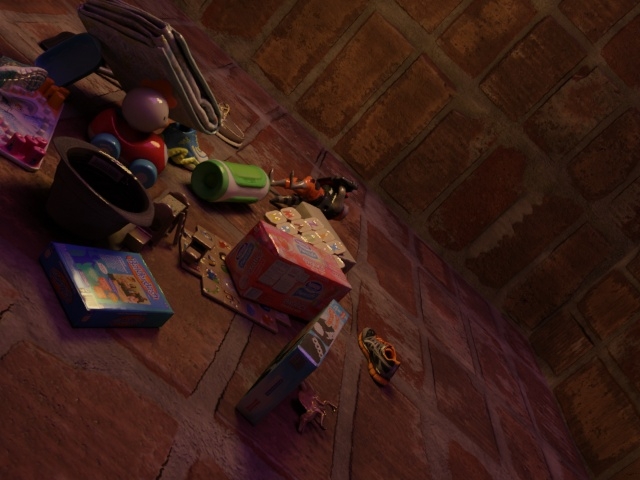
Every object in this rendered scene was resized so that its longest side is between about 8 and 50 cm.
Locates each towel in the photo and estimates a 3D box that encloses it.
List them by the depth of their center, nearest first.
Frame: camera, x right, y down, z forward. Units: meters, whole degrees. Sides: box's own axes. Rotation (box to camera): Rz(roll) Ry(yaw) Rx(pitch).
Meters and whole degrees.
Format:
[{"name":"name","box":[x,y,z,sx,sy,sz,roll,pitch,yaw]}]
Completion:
[{"name":"towel","box":[-0.439,-0.454,1.672,0.320,0.090,0.374,29,-21,23]}]

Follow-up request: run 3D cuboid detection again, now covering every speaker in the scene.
[{"name":"speaker","box":[-0.263,-0.174,1.922,0.131,0.131,0.296,49,18,13]}]

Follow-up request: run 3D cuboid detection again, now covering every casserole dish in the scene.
[{"name":"casserole dish","box":[-0.638,-0.451,1.627,0.114,0.188,0.037,60,-1,15]}]

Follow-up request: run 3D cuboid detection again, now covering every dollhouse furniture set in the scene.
[{"name":"dollhouse furniture set","box":[-0.321,-0.014,1.432,0.161,0.101,0.182,36,18,-6]}]

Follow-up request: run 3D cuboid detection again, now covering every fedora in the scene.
[{"name":"fedora","box":[-0.457,-0.085,1.269,0.244,0.124,0.275,46,9,-6]}]

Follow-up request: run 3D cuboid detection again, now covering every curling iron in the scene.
[{"name":"curling iron","box":[-0.594,-0.485,2.001,0.274,0.068,0.035,22,30,-42]}]

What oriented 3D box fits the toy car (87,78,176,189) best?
[{"name":"toy car","box":[-0.437,-0.293,1.601,0.210,0.238,0.219,36,20,-27]}]

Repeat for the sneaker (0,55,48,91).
[{"name":"sneaker","box":[-0.666,-0.372,1.390,0.076,0.065,0.166,43,15,5]}]

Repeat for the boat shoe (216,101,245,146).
[{"name":"boat shoe","box":[-0.398,-0.483,2.365,0.324,0.097,0.117,42,17,-10]}]

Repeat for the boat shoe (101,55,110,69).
[{"name":"boat shoe","box":[-0.684,-0.610,2.047,0.070,0.078,0.219,35,12,-32]}]

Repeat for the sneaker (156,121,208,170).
[{"name":"sneaker","box":[-0.387,-0.283,1.884,0.091,0.126,0.240,51,19,19]}]

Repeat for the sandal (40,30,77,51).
[{"name":"sandal","box":[-0.753,-0.568,1.860,0.067,0.040,0.179,39,32,-2]}]

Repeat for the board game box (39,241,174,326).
[{"name":"board game box","box":[-0.388,0.085,1.173,0.160,0.047,0.210,53,19,25]}]

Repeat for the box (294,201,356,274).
[{"name":"box","box":[0.000,0.000,2.181,0.113,0.094,0.275,23,27,-50]}]

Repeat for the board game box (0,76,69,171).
[{"name":"board game box","box":[-0.740,-0.352,1.359,0.390,0.050,0.390,35,19,-30]}]

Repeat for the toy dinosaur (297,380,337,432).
[{"name":"toy dinosaur","box":[-0.014,0.356,1.403,0.092,0.053,0.183,38,18,-16]}]

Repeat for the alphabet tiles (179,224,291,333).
[{"name":"alphabet tiles","box":[-0.215,0.094,1.615,0.342,0.011,0.285,34,20,-31]}]

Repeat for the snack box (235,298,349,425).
[{"name":"snack box","box":[-0.048,0.246,1.350,0.060,0.187,0.322,45,17,2]}]

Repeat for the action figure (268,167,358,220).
[{"name":"action figure","box":[-0.042,-0.157,2.361,0.330,0.179,0.341,24,-17,-29]}]

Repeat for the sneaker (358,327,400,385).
[{"name":"sneaker","box":[0.177,0.326,1.863,0.084,0.083,0.215,33,20,-31]}]

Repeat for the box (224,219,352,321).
[{"name":"box","box":[-0.080,0.086,1.665,0.299,0.154,0.142,26,25,-45]}]

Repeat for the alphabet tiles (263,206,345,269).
[{"name":"alphabet tiles","box":[-0.051,0.001,2.014,0.277,0.021,0.284,-15,56,-47]}]
